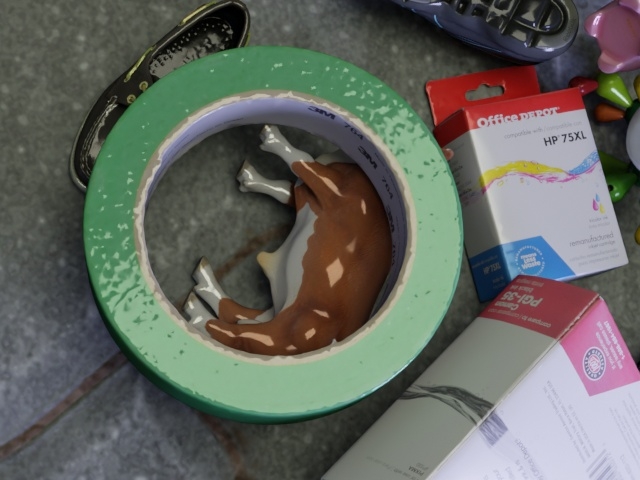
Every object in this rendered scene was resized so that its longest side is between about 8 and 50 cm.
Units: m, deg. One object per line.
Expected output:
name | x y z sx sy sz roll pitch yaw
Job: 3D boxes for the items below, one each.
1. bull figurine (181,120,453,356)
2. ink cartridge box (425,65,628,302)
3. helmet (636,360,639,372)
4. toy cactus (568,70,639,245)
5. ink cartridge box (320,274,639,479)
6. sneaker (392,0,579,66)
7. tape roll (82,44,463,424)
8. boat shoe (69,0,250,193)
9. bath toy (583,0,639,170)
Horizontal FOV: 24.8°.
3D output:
bull figurine | 0.000 0.000 1.348 0.188 0.101 0.310 25 70 -8
ink cartridge box | 0.200 -0.067 1.438 0.134 0.078 0.231 -12 83 -20
helmet | 0.400 0.146 1.426 0.161 0.169 0.169 -29 89 -4
toy cactus | 0.354 -0.087 1.491 0.180 0.112 0.219 -22 78 -31
ink cartridge box | 0.165 0.201 1.312 0.283 0.117 0.207 -43 121 -21
sneaker | 0.120 -0.244 1.439 0.267 0.106 0.101 30 77 -2
tape roll | -0.042 -0.005 1.250 0.321 0.077 0.321 2 77 -8
boat shoe | -0.147 -0.137 1.341 0.081 0.069 0.228 40 70 -7
bath toy | 0.325 -0.229 1.379 0.129 0.151 0.348 -20 93 -42
